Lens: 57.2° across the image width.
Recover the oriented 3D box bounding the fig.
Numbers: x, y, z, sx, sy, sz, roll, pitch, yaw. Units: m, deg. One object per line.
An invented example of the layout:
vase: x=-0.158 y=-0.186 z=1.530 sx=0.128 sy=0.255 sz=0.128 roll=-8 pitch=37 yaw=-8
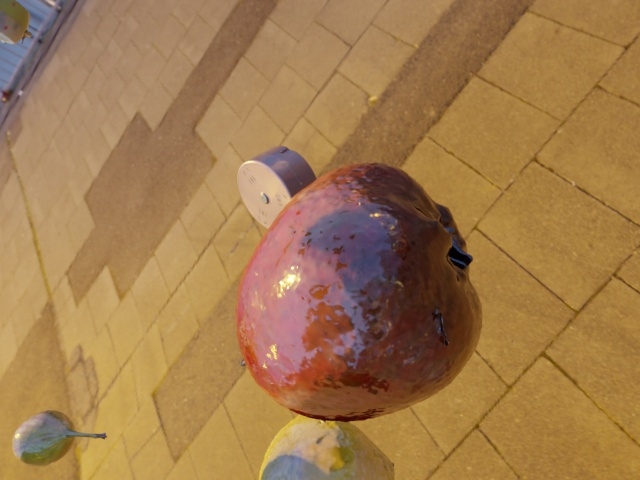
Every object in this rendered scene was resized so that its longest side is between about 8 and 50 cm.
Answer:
fig: x=-0.414 y=0.304 z=0.947 sx=0.166 sy=0.093 sz=0.093 roll=-29 pitch=49 yaw=12

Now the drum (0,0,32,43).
drum: x=-0.498 y=-0.328 z=0.794 sx=0.253 sy=0.130 sz=0.049 roll=23 pitch=87 yaw=28

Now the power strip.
power strip: x=-0.079 y=-0.093 z=1.092 sx=0.154 sy=0.154 sz=0.078 roll=1 pitch=30 yaw=46

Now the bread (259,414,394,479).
bread: x=0.011 y=0.375 z=0.925 sx=0.197 sy=0.170 sz=0.197 roll=-35 pitch=30 yaw=24

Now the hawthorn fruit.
hawthorn fruit: x=0.021 y=0.083 z=0.723 sx=0.369 sy=0.284 sz=0.285 roll=-37 pitch=47 yaw=33
